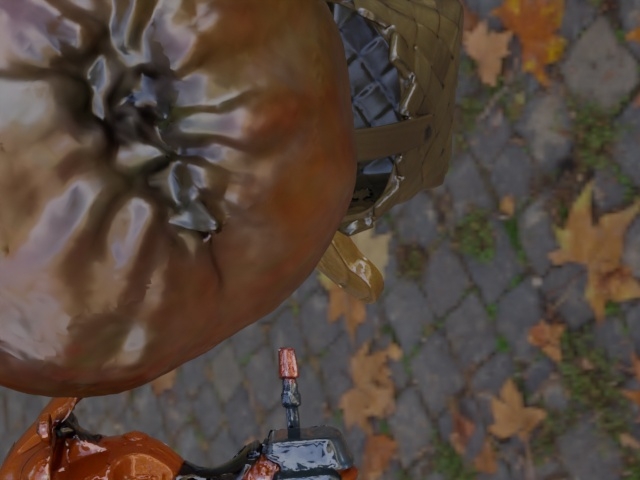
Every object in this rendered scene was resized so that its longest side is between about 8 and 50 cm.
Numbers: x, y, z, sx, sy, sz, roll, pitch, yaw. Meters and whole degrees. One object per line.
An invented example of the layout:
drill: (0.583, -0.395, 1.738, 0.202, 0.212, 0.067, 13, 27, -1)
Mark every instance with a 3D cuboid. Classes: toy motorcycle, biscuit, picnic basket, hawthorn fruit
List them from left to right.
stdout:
hawthorn fruit: (-0.082, -0.029, 0.386, 0.189, 0.149, 0.149, -4, 88, 44)
toy motorcycle: (-0.122, 0.203, 1.108, 0.148, 0.326, 0.221, -105, 10, -85)
picnic basket: (-0.002, -0.070, 0.748, 0.128, 0.178, 0.138, 13, 111, 25)
biscuit: (-0.001, 0.001, 1.186, 0.140, 0.023, 0.118, 41, 165, 12)
